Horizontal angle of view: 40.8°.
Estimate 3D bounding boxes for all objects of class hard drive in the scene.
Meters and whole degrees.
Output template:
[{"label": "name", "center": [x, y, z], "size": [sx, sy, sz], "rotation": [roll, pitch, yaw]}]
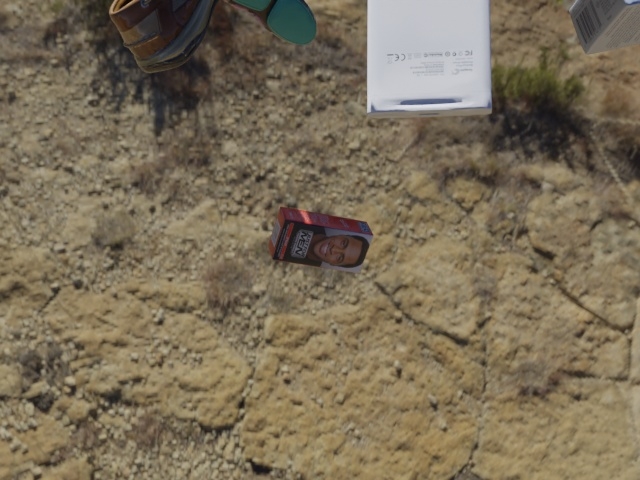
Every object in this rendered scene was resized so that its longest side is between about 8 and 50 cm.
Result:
[{"label": "hard drive", "center": [0.207, -0.412, 1.647], "size": [0.233, 0.047, 0.353], "rotation": [-1, 81, 10]}]

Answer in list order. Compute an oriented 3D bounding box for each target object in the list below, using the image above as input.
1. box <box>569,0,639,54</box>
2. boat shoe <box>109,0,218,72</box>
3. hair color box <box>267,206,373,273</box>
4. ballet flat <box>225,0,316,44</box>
[{"label": "box", "center": [0.411, -0.309, 1.095], "size": [0.137, 0.126, 0.072], "rotation": [-14, 76, -10]}, {"label": "boat shoe", "center": [-0.191, -0.380, 1.178], "size": [0.122, 0.120, 0.324], "rotation": [-9, 51, 34]}, {"label": "hair color box", "center": [0.000, 0.000, 1.280], "size": [0.141, 0.072, 0.043], "rotation": [9, 28, -19]}, {"label": "ballet flat", "center": [-0.092, -0.384, 1.369], "size": [0.221, 0.077, 0.079], "rotation": [17, 24, -49]}]
